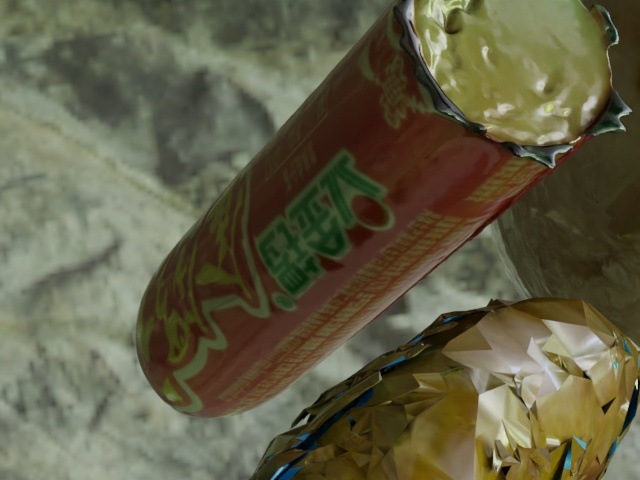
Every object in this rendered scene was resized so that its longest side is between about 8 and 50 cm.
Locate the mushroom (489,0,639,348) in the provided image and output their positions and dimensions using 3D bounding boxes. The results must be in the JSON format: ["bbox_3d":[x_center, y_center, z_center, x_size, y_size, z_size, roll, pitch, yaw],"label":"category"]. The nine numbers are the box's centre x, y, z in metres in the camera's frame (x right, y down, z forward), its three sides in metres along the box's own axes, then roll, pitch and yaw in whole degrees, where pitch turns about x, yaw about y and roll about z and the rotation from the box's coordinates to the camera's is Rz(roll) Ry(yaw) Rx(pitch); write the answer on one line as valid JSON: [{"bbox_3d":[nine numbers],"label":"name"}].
[{"bbox_3d":[0.231,-0.040,0.807,0.290,0.293,0.292,27,-164,-12],"label":"mushroom"}]

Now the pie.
[{"bbox_3d":[-0.013,0.115,0.395,0.069,0.273,0.273,32,-151,8],"label":"pie"}]

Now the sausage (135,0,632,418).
[{"bbox_3d":[0.000,0.000,0.620,0.083,0.083,0.264,-23,166,-38],"label":"sausage"}]
